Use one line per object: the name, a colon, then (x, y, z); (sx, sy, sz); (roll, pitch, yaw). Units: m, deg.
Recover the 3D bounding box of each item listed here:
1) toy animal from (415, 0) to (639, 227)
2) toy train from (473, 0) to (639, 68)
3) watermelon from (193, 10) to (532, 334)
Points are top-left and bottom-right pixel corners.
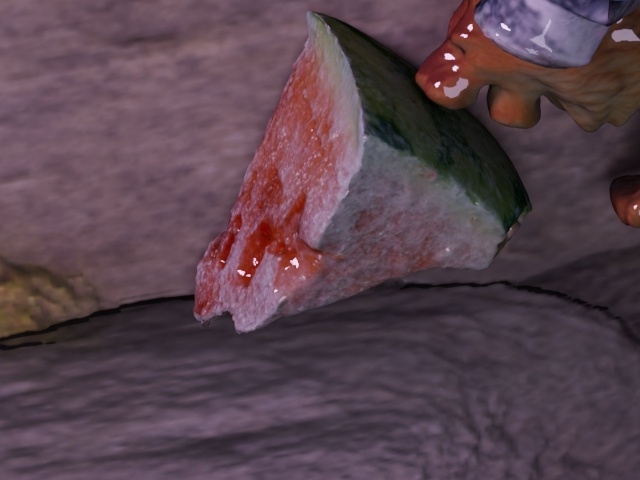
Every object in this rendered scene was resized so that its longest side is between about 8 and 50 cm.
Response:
toy animal: (0.194, -0.099, 0.631); (0.312, 0.097, 0.157); (-23, 113, 6)
toy train: (0.093, -0.214, 0.509); (0.202, 0.131, 0.300); (33, 114, 10)
watermelon: (0.000, -0.021, 0.655); (0.158, 0.098, 0.121); (-19, 120, 10)
